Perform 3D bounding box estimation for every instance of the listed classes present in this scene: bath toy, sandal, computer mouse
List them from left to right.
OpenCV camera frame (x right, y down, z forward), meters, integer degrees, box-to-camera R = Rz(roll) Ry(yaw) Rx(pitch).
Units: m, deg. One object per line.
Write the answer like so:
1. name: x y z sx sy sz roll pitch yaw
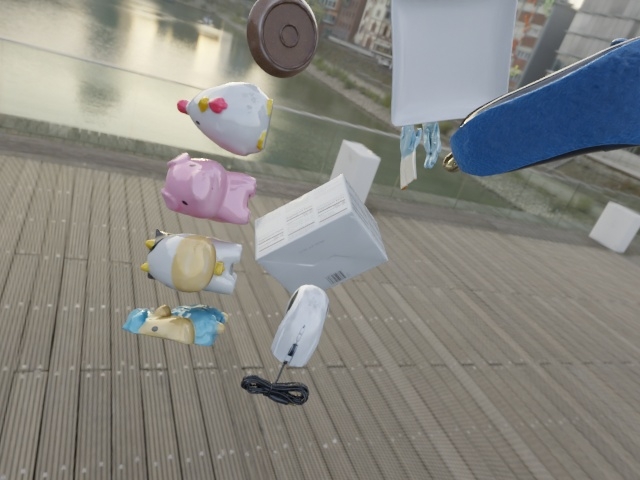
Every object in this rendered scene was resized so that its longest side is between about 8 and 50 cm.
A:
1. bath toy: -0.154 -0.047 0.634 0.128 0.349 0.151 13 -6 -6
2. computer mouse: -0.041 0.158 0.761 0.106 0.193 0.042 23 -15 -5
3. sandal: 0.351 -0.195 1.053 0.049 0.180 0.072 55 3 -31

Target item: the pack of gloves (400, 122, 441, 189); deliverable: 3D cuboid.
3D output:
1. pack of gloves: 0.290 -0.279 1.357 0.046 0.232 0.195 9 -19 -20

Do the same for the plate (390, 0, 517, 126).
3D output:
1. plate: 0.285 -0.406 1.072 0.277 0.278 0.045 -8 29 -5

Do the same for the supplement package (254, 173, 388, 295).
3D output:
1. supplement package: 0.000 0.000 1.208 0.204 0.261 0.145 49 22 -40

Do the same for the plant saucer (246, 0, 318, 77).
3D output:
1. plant saucer: -0.069 -0.419 0.987 0.168 0.169 0.029 2 16 -35

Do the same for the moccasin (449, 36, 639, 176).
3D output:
1. moccasin: 0.328 -0.174 0.581 0.341 0.138 0.117 -7 18 27
